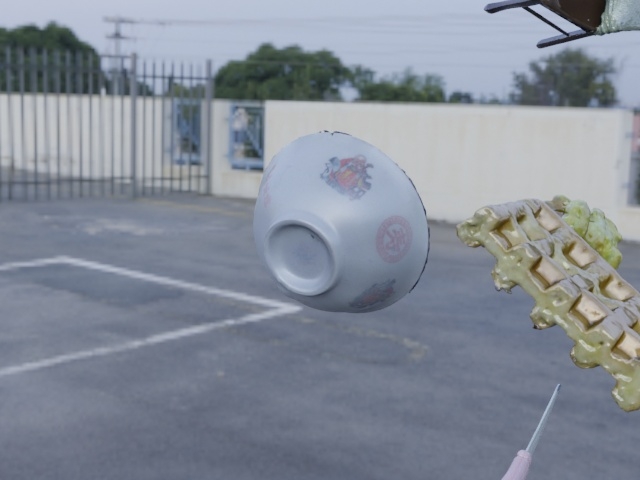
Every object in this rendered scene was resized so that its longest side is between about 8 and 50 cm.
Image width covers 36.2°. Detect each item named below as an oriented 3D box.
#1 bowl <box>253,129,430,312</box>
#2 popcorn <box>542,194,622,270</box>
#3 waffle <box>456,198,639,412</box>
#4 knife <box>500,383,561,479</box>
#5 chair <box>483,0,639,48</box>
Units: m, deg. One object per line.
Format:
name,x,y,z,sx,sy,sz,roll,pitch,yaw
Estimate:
bowl,0.000,0.000,1.675,0.346,0.345,0.157,6,25,28
popcorn,0.565,0.010,2.326,0.250,0.241,0.235,-18,28,44
waffle,0.362,0.070,1.384,0.348,0.077,0.304,46,23,15
knife,0.431,0.427,1.989,0.043,0.081,0.336,22,47,24
chair,0.449,-0.423,1.608,0.186,0.160,0.319,26,-11,-30
